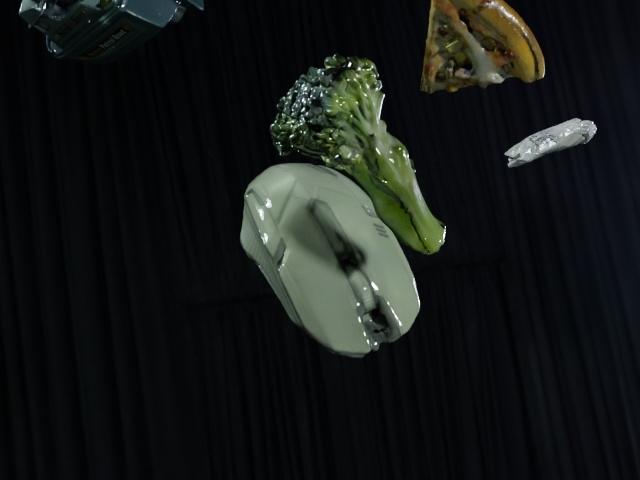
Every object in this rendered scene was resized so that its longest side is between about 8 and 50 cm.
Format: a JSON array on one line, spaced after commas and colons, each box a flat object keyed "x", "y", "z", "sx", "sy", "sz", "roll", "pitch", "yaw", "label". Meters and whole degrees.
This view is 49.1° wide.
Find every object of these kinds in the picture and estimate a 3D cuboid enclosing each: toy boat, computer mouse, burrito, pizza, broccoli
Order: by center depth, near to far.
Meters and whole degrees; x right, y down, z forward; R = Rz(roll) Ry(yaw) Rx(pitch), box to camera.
[{"x": -0.237, "y": -0.252, "z": 0.732, "sx": 0.122, "sy": 0.114, "sz": 0.296, "roll": 21, "pitch": -11, "yaw": -36, "label": "toy boat"}, {"x": 0.173, "y": -0.248, "z": 0.894, "sx": 0.176, "sy": 0.184, "sz": 0.036, "roll": -27, "pitch": 22, "yaw": 45, "label": "pizza"}, {"x": 0.066, "y": -0.099, "z": 0.948, "sx": 0.165, "sy": 0.304, "sz": 0.145, "roll": -49, "pitch": 15, "yaw": -27, "label": "broccoli"}, {"x": 0.001, "y": 0.000, "z": 1.209, "sx": 0.228, "sy": 0.429, "sz": 0.145, "roll": -24, "pitch": -31, "yaw": -16, "label": "computer mouse"}, {"x": 0.491, "y": -0.211, "z": 1.488, "sx": 0.203, "sy": 0.064, "sz": 0.064, "roll": -21, "pitch": -4, "yaw": -8, "label": "burrito"}]
